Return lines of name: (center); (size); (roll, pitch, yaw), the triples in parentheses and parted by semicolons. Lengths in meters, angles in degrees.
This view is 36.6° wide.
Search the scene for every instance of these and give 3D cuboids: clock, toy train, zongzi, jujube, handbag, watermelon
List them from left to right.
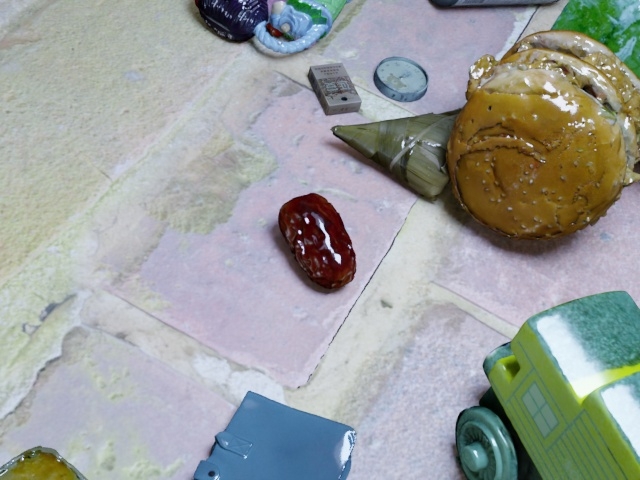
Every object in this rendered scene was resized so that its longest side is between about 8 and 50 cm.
handbag: (-0.066, 0.266, 0.984); (0.144, 0.057, 0.221); (21, 52, 13)
clock: (-0.068, -0.363, 1.445); (0.194, 0.100, 0.195); (34, 60, 14)
jujube: (0.000, 0.000, 1.192); (0.077, 0.077, 0.129); (-20, 66, -26)
clock: (0.122, -0.242, 1.447); (0.085, 0.017, 0.085); (7, 51, -9)
zongzi: (0.125, -0.151, 1.342); (0.176, 0.079, 0.160); (29, 46, 13)
watermelon: (0.426, -0.214, 1.363); (0.264, 0.302, 0.151); (36, 77, 6)
toy train: (0.300, 0.256, 0.938); (0.179, 0.272, 0.442); (-11, 56, -25)

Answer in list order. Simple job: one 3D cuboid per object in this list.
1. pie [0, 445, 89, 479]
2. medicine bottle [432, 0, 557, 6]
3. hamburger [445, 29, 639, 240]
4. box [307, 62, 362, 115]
pie: (-0.312, 0.302, 0.885); (0.128, 0.068, 0.282); (36, 49, 13)
medicine bottle: (0.321, -0.458, 1.586); (0.293, 0.141, 0.141); (-6, 54, -18)
hamburger: (0.299, -0.128, 1.254); (0.245, 0.261, 0.211); (16, 38, 25)
box: (0.020, -0.220, 1.400); (0.053, 0.024, 0.083); (-11, 55, -21)
